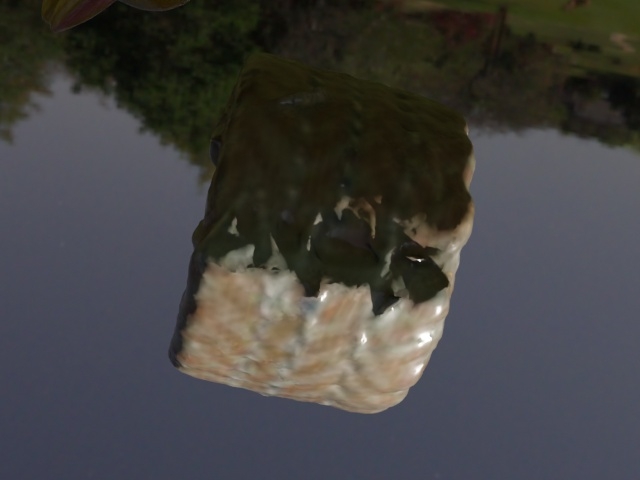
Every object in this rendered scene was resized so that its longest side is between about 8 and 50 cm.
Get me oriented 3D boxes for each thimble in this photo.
[{"bbox_3d":[0.000,-0.005,0.685,0.148,0.196,0.229,13,165,-6],"label":"thimble"}]

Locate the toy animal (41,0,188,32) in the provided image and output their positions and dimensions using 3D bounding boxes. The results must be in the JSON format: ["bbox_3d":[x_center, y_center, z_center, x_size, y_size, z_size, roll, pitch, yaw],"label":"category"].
[{"bbox_3d":[-0.087,-0.168,0.645,0.070,0.159,0.083,43,179,-17],"label":"toy animal"}]
